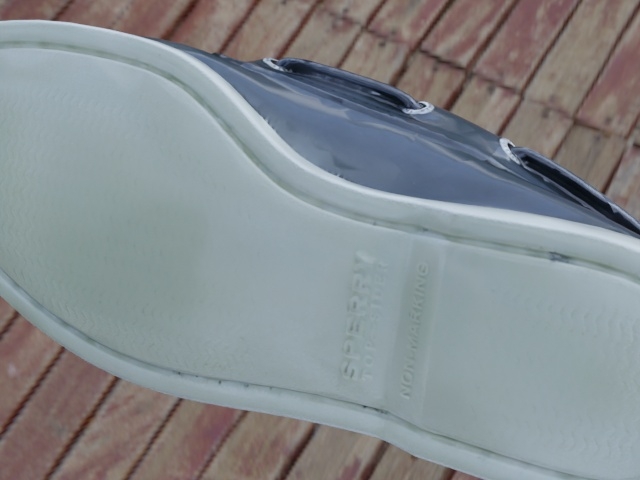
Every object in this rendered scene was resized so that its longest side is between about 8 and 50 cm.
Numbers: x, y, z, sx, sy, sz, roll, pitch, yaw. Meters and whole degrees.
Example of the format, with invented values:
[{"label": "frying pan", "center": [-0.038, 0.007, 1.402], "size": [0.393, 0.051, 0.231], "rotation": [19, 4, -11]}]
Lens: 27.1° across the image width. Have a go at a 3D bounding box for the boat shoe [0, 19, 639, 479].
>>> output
[{"label": "boat shoe", "center": [0.001, -0.004, 0.510], "size": [0.340, 0.113, 0.127], "rotation": [15, 103, 23]}]
